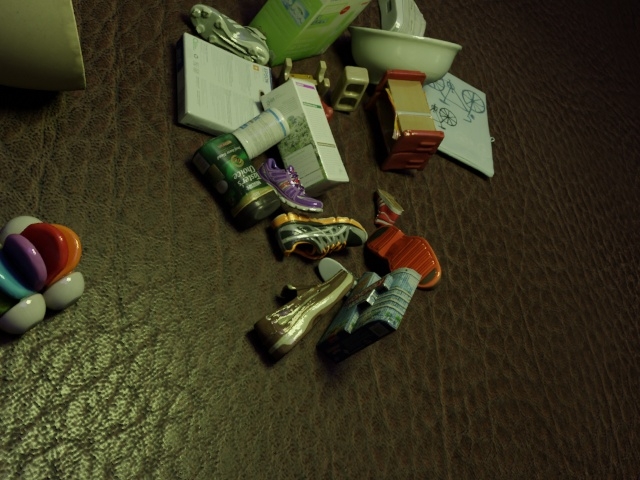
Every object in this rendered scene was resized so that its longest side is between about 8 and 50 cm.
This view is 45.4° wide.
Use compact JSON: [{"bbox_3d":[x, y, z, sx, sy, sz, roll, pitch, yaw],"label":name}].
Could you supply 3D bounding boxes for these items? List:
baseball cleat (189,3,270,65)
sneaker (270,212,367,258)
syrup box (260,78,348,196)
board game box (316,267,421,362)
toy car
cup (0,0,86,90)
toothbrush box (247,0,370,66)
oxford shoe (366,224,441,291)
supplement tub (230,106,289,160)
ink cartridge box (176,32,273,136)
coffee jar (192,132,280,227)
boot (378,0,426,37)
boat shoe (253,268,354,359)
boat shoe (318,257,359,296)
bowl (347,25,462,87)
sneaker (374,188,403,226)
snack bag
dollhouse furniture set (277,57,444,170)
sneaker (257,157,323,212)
[{"bbox_3d":[-0.206,-0.473,1.747,0.206,0.072,0.109,37,31,-20],"label":"baseball cleat"},{"bbox_3d":[0.000,0.000,1.574,0.215,0.084,0.083,3,61,-26],"label":"sneaker"},{"bbox_3d":[-0.035,-0.219,1.642,0.096,0.093,0.236,-3,71,-59],"label":"syrup box"},{"bbox_3d":[0.101,0.121,1.477,0.060,0.194,0.194,40,47,-11],"label":"board game box"},{"bbox_3d":[-0.439,0.037,1.145,0.159,0.136,0.182,52,43,2],"label":"toy car"},{"bbox_3d":[-0.544,-0.395,1.262,0.237,0.331,0.331,-14,69,-18],"label":"cup"},{"bbox_3d":[-0.009,-0.552,1.792,0.206,0.283,0.122,-28,81,-47],"label":"toothbrush box"},{"bbox_3d":[0.193,0.049,1.600,0.098,0.097,0.271,48,1,-27],"label":"oxford shoe"},{"bbox_3d":[-0.123,-0.219,1.571,0.107,0.071,0.071,-35,86,-16],"label":"supplement tub"},{"bbox_3d":[-0.202,-0.315,1.643,0.224,0.045,0.223,16,54,-34],"label":"ink cartridge box"},{"bbox_3d":[-0.164,-0.117,1.516,0.184,0.079,0.096,53,44,3],"label":"coffee jar"},{"bbox_3d":[0.242,-0.672,2.230,0.123,0.095,0.258,23,57,-33],"label":"boot"},{"bbox_3d":[-0.030,0.115,1.459,0.095,0.095,0.257,45,43,4],"label":"boat shoe"},{"bbox_3d":[0.052,0.087,1.582,0.142,0.049,0.040,42,13,-7],"label":"boat shoe"},{"bbox_3d":[0.205,-0.459,1.967,0.298,0.298,0.134,-1,107,-40],"label":"bowl"},{"bbox_3d":[0.146,-0.071,1.772,0.042,0.067,0.118,18,22,-26],"label":"sneaker"},{"bbox_3d":[0.352,-0.349,2.126,0.323,0.037,0.342,22,50,-26],"label":"snack bag"},{"bbox_3d":[0.086,-0.293,1.821,0.374,0.152,0.201,1,61,-19],"label":"dollhouse furniture set"},{"bbox_3d":[-0.061,-0.112,1.555,0.170,0.071,0.068,36,12,21],"label":"sneaker"}]
